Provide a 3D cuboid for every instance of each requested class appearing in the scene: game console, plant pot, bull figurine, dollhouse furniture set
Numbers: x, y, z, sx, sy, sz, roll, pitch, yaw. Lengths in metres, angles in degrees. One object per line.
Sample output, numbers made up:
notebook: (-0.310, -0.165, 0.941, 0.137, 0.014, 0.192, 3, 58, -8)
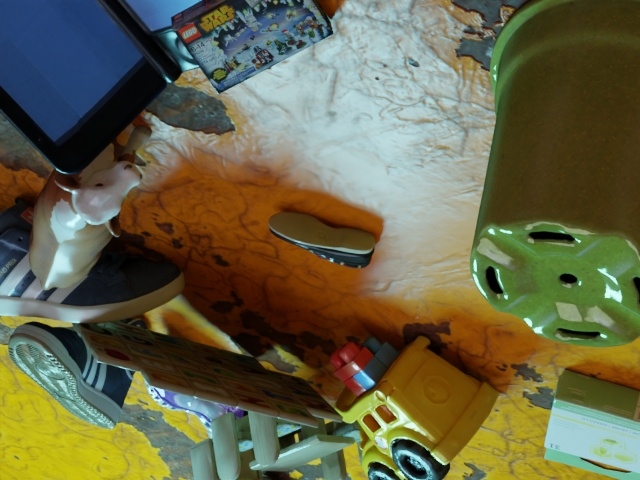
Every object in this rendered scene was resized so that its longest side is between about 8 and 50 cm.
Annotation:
game console: (-0.229, -0.232, 1.471, 0.250, 0.173, 0.293, -9, 135, 39)
plant pot: (0.258, -0.052, 1.354, 0.276, 0.254, 0.276, 15, 145, 11)
bull figurine: (-0.274, -0.053, 1.729, 0.101, 0.188, 0.310, 30, 146, -10)
dollhouse furniture set: (-0.059, 0.334, 2.050, 0.212, 0.161, 0.242, 12, 149, -44)

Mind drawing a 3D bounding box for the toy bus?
toy bus: (0.093, 0.218, 1.940, 0.211, 0.149, 0.220, 41, 147, -2)

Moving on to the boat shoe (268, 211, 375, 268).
boat shoe: (-0.001, 0.001, 1.766, 0.133, 0.049, 0.042, 15, 138, 5)

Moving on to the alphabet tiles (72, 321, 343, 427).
alphabet tiles: (-0.149, 0.170, 1.924, 0.342, 0.011, 0.285, 17, -173, -22)

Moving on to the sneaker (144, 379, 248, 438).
sneaker: (-0.156, 0.218, 2.129, 0.104, 0.095, 0.236, -16, 136, 38)

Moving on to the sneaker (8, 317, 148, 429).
sneaker: (-0.332, 0.142, 2.049, 0.099, 0.153, 0.282, 14, 155, 23)

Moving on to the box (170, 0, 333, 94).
box: (-0.068, -0.216, 1.470, 0.137, 0.027, 0.094, -27, 128, 12)

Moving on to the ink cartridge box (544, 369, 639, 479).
ink cartridge box: (0.378, 0.269, 1.905, 0.171, 0.056, 0.235, 15, 143, 12)

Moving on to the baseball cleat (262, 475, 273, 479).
baseball cleat: (-0.035, 0.442, 2.394, 0.109, 0.072, 0.206, -12, 139, 22)

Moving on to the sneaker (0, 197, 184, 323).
sneaker: (-0.356, 0.020, 1.953, 0.350, 0.131, 0.148, 0, 108, 9)
